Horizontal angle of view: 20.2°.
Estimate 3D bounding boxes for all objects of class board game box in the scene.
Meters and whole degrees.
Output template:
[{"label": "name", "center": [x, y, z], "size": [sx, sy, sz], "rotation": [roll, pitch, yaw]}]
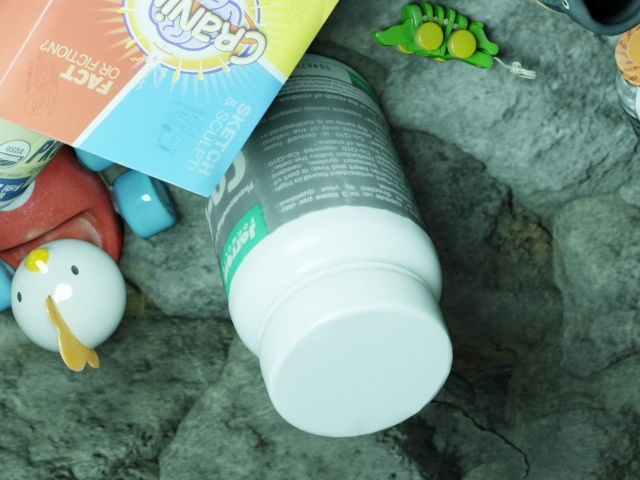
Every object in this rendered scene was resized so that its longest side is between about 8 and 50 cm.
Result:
[{"label": "board game box", "center": [-0.105, -0.208, 1.429], "size": [0.242, 0.064, 0.316], "rotation": [20, 110, -42]}]

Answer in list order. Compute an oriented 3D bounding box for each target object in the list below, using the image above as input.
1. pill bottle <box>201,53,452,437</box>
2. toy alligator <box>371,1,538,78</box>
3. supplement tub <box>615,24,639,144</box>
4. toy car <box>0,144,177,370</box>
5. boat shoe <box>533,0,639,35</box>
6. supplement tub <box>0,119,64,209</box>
[{"label": "pill bottle", "center": [0.000, 0.000, 1.728], "size": [0.204, 0.361, 0.204], "rotation": [-8, 133, -9]}, {"label": "toy alligator", "center": [0.139, -0.204, 1.801], "size": [0.189, 0.056, 0.051], "rotation": [10, 88, -24]}, {"label": "supplement tub", "center": [0.380, -0.142, 1.881], "size": [0.117, 0.117, 0.190], "rotation": [-27, 134, 8]}, {"label": "toy car", "center": [-0.261, 0.020, 1.754], "size": [0.219, 0.238, 0.210], "rotation": [-26, 134, 7]}, {"label": "boat shoe", "center": [0.250, -0.388, 1.478], "size": [0.186, 0.156, 0.500], "rotation": [-12, 132, -17]}, {"label": "supplement tub", "center": [-0.271, -0.199, 1.556], "size": [0.228, 0.228, 0.316], "rotation": [27, 120, -34]}]
